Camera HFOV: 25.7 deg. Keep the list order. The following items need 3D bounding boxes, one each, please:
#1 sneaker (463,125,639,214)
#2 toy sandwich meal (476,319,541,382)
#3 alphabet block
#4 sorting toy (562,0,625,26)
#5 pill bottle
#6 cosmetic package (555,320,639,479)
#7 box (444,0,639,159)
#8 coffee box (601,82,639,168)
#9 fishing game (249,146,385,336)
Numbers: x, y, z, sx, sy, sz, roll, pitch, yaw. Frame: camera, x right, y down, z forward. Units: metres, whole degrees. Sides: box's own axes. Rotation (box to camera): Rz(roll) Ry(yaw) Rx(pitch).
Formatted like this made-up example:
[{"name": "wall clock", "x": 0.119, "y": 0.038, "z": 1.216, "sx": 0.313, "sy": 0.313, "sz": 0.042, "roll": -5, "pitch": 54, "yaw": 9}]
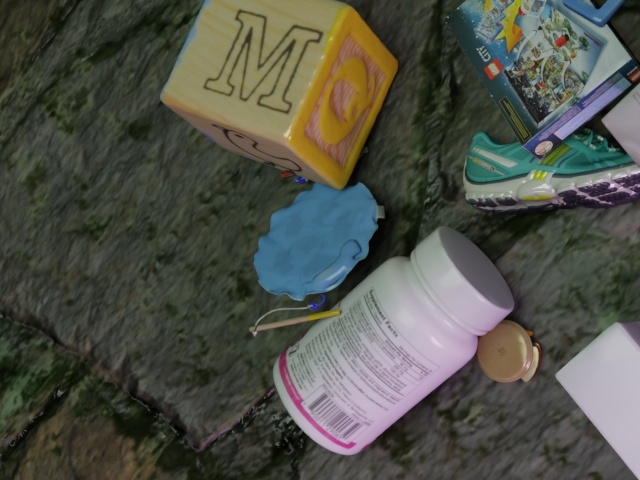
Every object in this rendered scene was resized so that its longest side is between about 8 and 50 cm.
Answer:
[{"name": "sneaker", "x": 0.295, "y": -0.097, "z": 1.659, "sx": 0.275, "sy": 0.107, "sz": 0.110, "roll": -3, "pitch": 79, "yaw": 28}, {"name": "toy sandwich meal", "x": 0.232, "y": 0.136, "z": 1.725, "sx": 0.086, "sy": 0.029, "sz": 0.085, "roll": -1, "pitch": 88, "yaw": 33}, {"name": "alphabet block", "x": -0.047, "y": -0.202, "z": 1.772, "sx": 0.197, "sy": 0.192, "sz": 0.193, "roll": 21, "pitch": 84, "yaw": 28}, {"name": "sorting toy", "x": 0.405, "y": -0.392, "z": 1.588, "sx": 0.348, "sy": 0.047, "sz": 0.196, "roll": -37, "pitch": 55, "yaw": 7}, {"name": "pill bottle", "x": 0.090, "y": 0.122, "z": 1.726, "sx": 0.283, "sy": 0.160, "sz": 0.160, "roll": -42, "pitch": 70, "yaw": 20}, {"name": "cosmetic package", "x": 0.437, "y": 0.251, "z": 1.467, "sx": 0.097, "sy": 0.284, "sz": 0.377, "roll": -46, "pitch": 69, "yaw": 21}, {"name": "box", "x": 0.261, "y": -0.232, "z": 1.663, "sx": 0.159, "sy": 0.044, "sz": 0.233, "roll": -40, "pitch": 51, "yaw": 20}, {"name": "coffee box", "x": 0.458, "y": -0.069, "z": 1.446, "sx": 0.168, "sy": 0.119, "sz": 0.297, "roll": -45, "pitch": 70, "yaw": 30}, {"name": "fishing game", "x": 0.000, "y": 0.000, "z": 1.793, "sx": 0.189, "sy": 0.041, "sz": 0.264, "roll": -17, "pitch": 48, "yaw": 29}]
